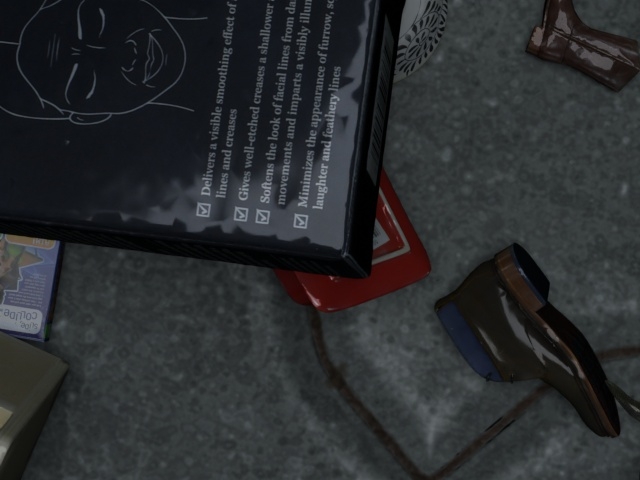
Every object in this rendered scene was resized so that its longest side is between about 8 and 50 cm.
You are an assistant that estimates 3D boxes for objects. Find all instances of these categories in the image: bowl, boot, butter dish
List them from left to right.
[{"bbox_3d":[0.000,0.000,1.530,0.160,0.118,0.160,-19,77,-40],"label":"butter dish"},{"bbox_3d":[0.044,-0.239,1.547,0.170,0.080,0.170,0,88,0],"label":"bowl"},{"bbox_3d":[0.208,0.118,1.560,0.106,0.082,0.219,-30,94,21],"label":"boot"},{"bbox_3d":[0.277,-0.215,1.570,0.114,0.037,0.106,22,102,3],"label":"boot"}]

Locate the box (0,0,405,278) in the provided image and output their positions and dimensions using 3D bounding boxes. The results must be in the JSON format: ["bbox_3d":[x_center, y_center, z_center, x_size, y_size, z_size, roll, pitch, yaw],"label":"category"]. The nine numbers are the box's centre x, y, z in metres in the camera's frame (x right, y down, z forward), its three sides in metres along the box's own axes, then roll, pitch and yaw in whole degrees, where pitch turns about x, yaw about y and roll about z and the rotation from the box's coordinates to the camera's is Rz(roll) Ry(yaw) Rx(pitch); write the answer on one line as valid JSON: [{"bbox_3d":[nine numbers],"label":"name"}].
[{"bbox_3d":[-0.139,-0.139,1.369,0.395,0.212,0.294,7,85,7],"label":"box"}]

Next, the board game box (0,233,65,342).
[{"bbox_3d":[-0.360,0.019,1.560,0.201,0.035,0.136,10,89,0],"label":"board game box"}]

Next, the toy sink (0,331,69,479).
[{"bbox_3d":[-0.343,0.185,1.443,0.131,0.234,0.153,24,104,-2],"label":"toy sink"}]

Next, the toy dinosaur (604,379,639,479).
[{"bbox_3d":[0.405,0.228,1.543,0.313,0.121,0.160,41,77,4],"label":"toy dinosaur"}]
